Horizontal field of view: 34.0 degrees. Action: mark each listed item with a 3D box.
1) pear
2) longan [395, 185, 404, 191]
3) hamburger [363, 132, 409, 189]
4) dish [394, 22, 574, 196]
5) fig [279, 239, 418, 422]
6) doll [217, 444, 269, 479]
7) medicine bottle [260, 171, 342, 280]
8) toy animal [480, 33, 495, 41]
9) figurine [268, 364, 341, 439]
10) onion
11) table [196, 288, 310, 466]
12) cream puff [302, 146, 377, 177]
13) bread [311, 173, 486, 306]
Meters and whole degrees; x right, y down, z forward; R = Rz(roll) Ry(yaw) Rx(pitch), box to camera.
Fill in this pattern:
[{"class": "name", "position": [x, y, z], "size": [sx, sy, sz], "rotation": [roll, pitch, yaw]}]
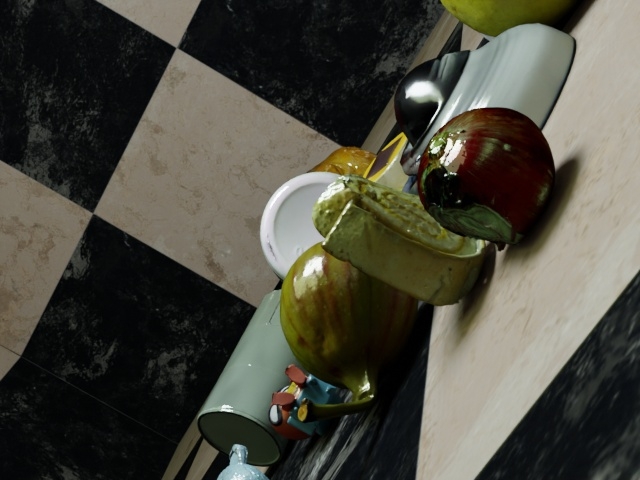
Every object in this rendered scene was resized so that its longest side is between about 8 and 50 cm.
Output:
[{"class": "pear", "position": [0.218, -0.322, 1.178], "size": [0.200, 0.200, 0.200], "rotation": [-59, 4, 7]}, {"class": "longan", "position": [0.111, -0.033, 1.272], "size": [0.083, 0.075, 0.075], "rotation": [-22, 30, 43]}, {"class": "hamburger", "position": [0.116, -0.091, 1.504], "size": [0.141, 0.081, 0.126], "rotation": [-43, 14, 30]}, {"class": "dish", "position": [0.140, -0.131, 1.126], "size": [0.273, 0.133, 0.273], "rotation": [-60, 3, 5]}, {"class": "fig", "position": [0.034, 0.083, 1.018], "size": [0.142, 0.148, 0.186], "rotation": [-45, 46, 13]}, {"class": "doll", "position": [-0.082, 0.320, 1.178], "size": [0.180, 0.075, 0.120], "rotation": [98, 153, -42]}, {"class": "medicine bottle", "position": [0.000, 0.000, 1.564], "size": [0.170, 0.170, 0.293], "rotation": [-60, -3, -4]}, {"class": "toy animal", "position": [0.265, -0.391, 1.351], "size": [0.140, 0.138, 0.282], "rotation": [47, 116, 49]}, {"class": "figurine", "position": [-0.019, 0.192, 1.207], "size": [0.140, 0.075, 0.068], "rotation": [101, -165, -69]}, {"class": "onion", "position": [0.136, -0.054, 0.845], "size": [0.117, 0.118, 0.119], "rotation": [10, 66, 50]}, {"class": "table", "position": [-0.070, 0.188, 1.452], "size": [0.126, 0.126, 0.220], "rotation": [-55, 7, 50]}, {"class": "cream puff", "position": [0.021, -0.066, 1.949], "size": [0.241, 0.154, 0.269], "rotation": [-56, 3, 34]}, {"class": "bread", "position": [0.067, -0.003, 0.916], "size": [0.117, 0.156, 0.064], "rotation": [-72, 5, -67]}]
